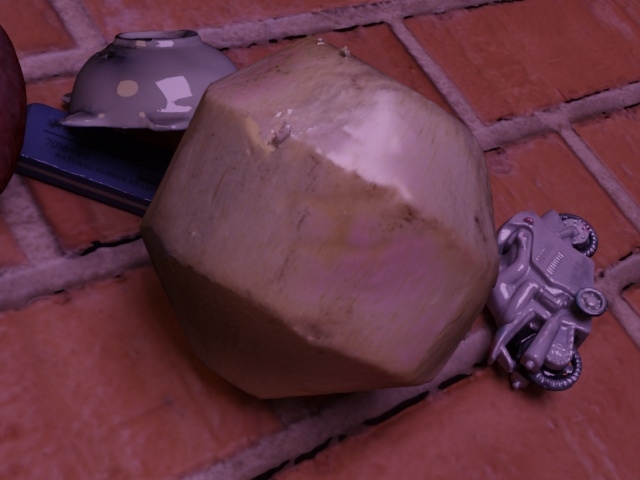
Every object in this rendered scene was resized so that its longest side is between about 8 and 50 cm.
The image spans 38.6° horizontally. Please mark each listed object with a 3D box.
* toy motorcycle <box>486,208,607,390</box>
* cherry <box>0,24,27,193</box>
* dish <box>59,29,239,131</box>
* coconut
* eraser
[{"bbox_3d":[0.254,0.058,1.124,0.170,0.110,0.260,16,56,5],"label":"toy motorcycle"},{"bbox_3d":[-0.384,-0.124,0.855,0.239,0.206,0.239,22,37,-17],"label":"cherry"},{"bbox_3d":[-0.187,-0.182,0.995,0.227,0.086,0.236,-14,23,-35],"label":"dish"},{"bbox_3d":[0.000,0.000,0.887,0.352,0.353,0.353,14,51,-18],"label":"coconut"},{"bbox_3d":[-0.242,-0.085,1.012,0.225,0.036,0.082,20,50,-13],"label":"eraser"}]
